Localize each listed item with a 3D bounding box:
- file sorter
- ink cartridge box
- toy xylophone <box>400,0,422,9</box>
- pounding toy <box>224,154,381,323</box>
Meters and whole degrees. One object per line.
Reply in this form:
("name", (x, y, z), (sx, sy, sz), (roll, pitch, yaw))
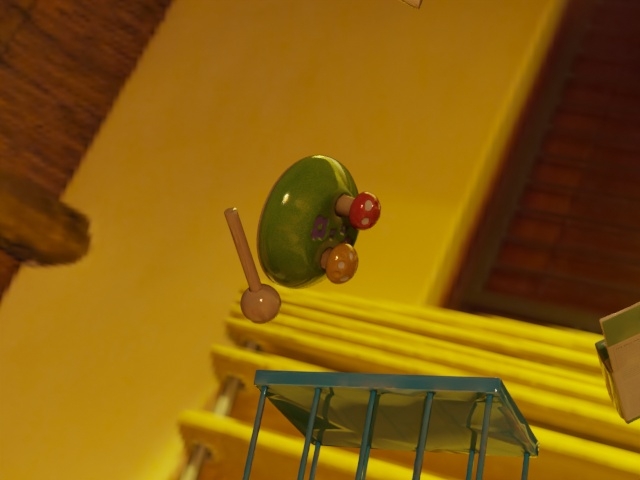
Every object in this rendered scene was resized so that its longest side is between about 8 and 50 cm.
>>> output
("file sorter", (0.045, 0.158, 0.929), (0.118, 0.170, 0.104), (55, -139, -54))
("ink cartridge box", (0.398, 0.102, 1.581), (0.235, 0.171, 0.056), (63, -177, -48))
("toy xylophone", (0.053, -0.391, 1.496), (0.081, 0.323, 0.236), (-42, -25, -71))
("pounding toy", (0.000, 0.000, 1.788), (0.237, 0.110, 0.183), (-34, -49, -40))
